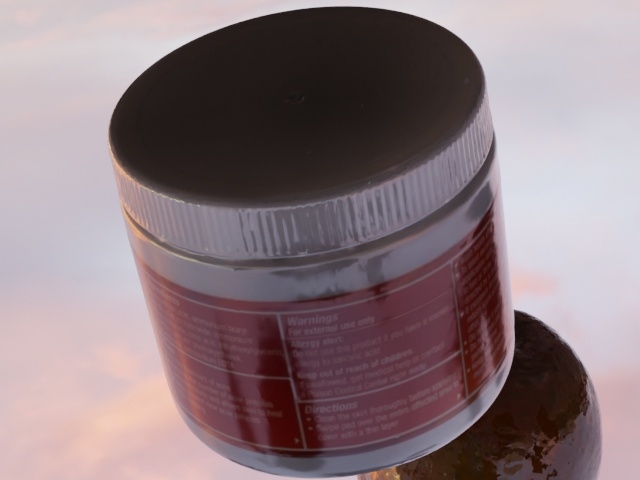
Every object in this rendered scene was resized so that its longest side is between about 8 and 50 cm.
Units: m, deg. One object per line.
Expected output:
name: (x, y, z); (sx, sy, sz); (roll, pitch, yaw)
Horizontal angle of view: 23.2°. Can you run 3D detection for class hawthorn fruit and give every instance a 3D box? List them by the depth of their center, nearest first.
hawthorn fruit: (0.180, 0.199, 1.694); (0.267, 0.301, 0.268); (5, -162, -2)

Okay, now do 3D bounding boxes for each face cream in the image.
face cream: (0.000, 0.000, 0.846); (0.201, 0.187, 0.201); (-7, -145, 5)
